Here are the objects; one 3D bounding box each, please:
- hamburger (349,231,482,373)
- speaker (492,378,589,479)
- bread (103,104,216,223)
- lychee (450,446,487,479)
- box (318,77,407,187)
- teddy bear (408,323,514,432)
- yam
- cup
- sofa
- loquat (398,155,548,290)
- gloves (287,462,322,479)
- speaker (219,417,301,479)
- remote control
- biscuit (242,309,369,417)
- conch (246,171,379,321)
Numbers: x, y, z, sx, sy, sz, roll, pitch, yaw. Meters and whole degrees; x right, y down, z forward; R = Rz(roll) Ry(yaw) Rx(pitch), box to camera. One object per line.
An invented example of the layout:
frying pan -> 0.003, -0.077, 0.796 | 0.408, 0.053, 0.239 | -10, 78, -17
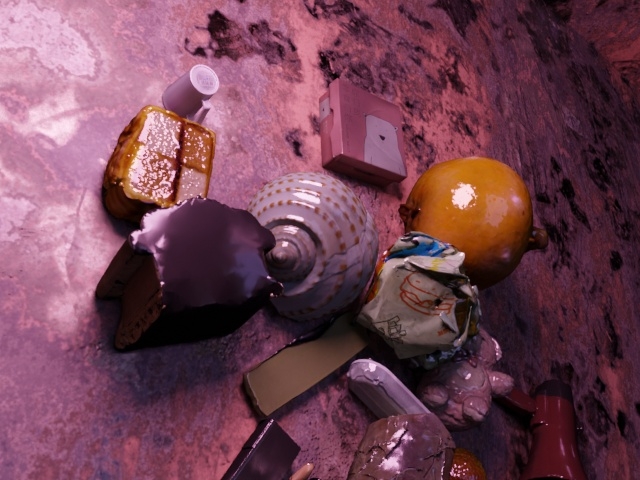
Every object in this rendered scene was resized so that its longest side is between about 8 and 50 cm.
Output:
hamburger -> 0.219, 0.136, 1.214 | 0.276, 0.150, 0.260 | 39, 92, -10
speaker -> 0.527, 0.488, 1.482 | 0.259, 0.198, 0.329 | 7, 41, 5
bread -> -0.284, -0.130, 1.089 | 0.181, 0.096, 0.222 | 25, 56, -32
lychee -> 0.291, 0.502, 1.262 | 0.114, 0.114, 0.146 | 42, 35, -18
box -> 0.100, -0.255, 1.470 | 0.215, 0.086, 0.215 | 14, 61, -35
teddy bear -> 0.311, 0.292, 1.345 | 0.236, 0.151, 0.267 | 21, 57, 8
yam -> 0.140, 0.454, 1.095 | 0.201, 0.202, 0.271 | 49, 45, -10
cup -> -0.248, -0.275, 1.176 | 0.074, 0.116, 0.104 | -13, 86, -41
sofa -> -0.220, 0.055, 1.001 | 0.258, 0.200, 0.182 | -3, 61, -40
loquat -> 0.363, -0.036, 1.410 | 0.359, 0.328, 0.328 | 9, 61, -4
gloves -> -0.033, 0.461, 1.003 | 0.129, 0.106, 0.180 | 11, 77, 0
speaker -> -0.123, 0.408, 1.006 | 0.082, 0.044, 0.218 | 50, 48, -10
remote control -> 0.149, 0.335, 1.226 | 0.247, 0.104, 0.052 | 46, 48, -13
biscuit -> -0.020, 0.229, 1.181 | 0.322, 0.038, 0.099 | -26, 91, -44
conch -> 0.009, -0.001, 1.200 | 0.319, 0.215, 0.303 | -34, 104, -43
